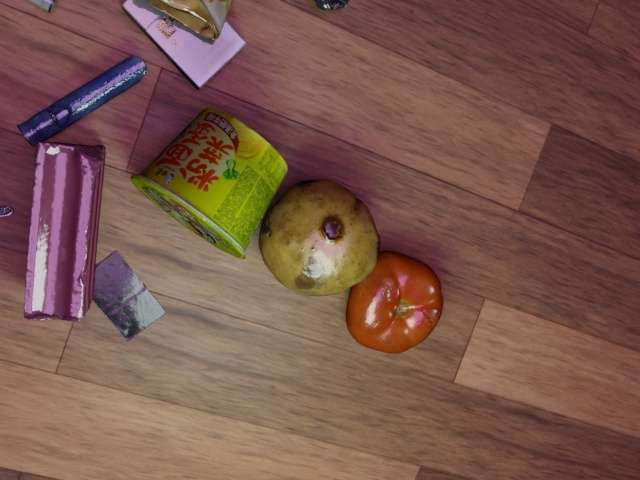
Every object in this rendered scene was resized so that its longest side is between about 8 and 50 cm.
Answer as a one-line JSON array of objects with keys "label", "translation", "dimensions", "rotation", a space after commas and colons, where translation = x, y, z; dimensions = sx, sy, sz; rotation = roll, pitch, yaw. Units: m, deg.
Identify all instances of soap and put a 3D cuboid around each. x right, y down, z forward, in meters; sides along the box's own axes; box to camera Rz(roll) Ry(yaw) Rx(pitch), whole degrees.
[{"label": "soap", "translation": [-0.534, -0.028, 1.504], "dimensions": [0.128, 0.233, 0.360], "rotation": [5, 96, -14]}]

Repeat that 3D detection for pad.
[{"label": "pad", "translation": [-0.466, 0.133, 1.671], "dimensions": [0.116, 0.004, 0.193], "rotation": [-37, 107, -7]}]

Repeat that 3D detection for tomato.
[{"label": "tomato", "translation": [0.177, 0.153, 1.764], "dimensions": [0.259, 0.180, 0.260], "rotation": [-3, 103, -16]}]

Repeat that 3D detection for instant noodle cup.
[{"label": "instant noodle cup", "translation": [-0.230, -0.133, 1.562], "dimensions": [0.311, 0.311, 0.222], "rotation": [39, 77, -18]}]

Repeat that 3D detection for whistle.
[{"label": "whistle", "translation": [-0.515, -0.310, 1.557], "dimensions": [0.304, 0.062, 0.062], "rotation": [-34, 106, -8]}]

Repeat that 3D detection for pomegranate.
[{"label": "pomegranate", "translation": [0.000, 0.000, 1.650], "dimensions": [0.281, 0.281, 0.281], "rotation": [-3, 100, -15]}]

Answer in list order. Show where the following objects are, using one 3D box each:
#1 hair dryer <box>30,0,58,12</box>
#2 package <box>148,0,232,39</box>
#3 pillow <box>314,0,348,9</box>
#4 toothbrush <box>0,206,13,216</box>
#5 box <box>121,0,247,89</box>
[{"label": "hair dryer", "translation": [-0.599, -0.601, 1.500], "dimensions": [0.154, 0.044, 0.183], "rotation": [28, 86, -19]}, {"label": "package", "translation": [-0.263, -0.620, 1.495], "dimensions": [0.164, 0.221, 0.311], "rotation": [13, 77, 16]}, {"label": "pillow", "translation": [0.004, -0.699, 1.622], "dimensions": [0.161, 0.092, 0.335], "rotation": [-7, 102, -18]}, {"label": "toothbrush", "translation": [-0.848, -0.040, 1.522], "dimensions": [0.353, 0.029, 0.024], "rotation": [-9, 88, -14]}, {"label": "box", "translation": [-0.303, -0.477, 1.584], "dimensions": [0.155, 0.067, 0.243], "rotation": [-46, 107, -6]}]
